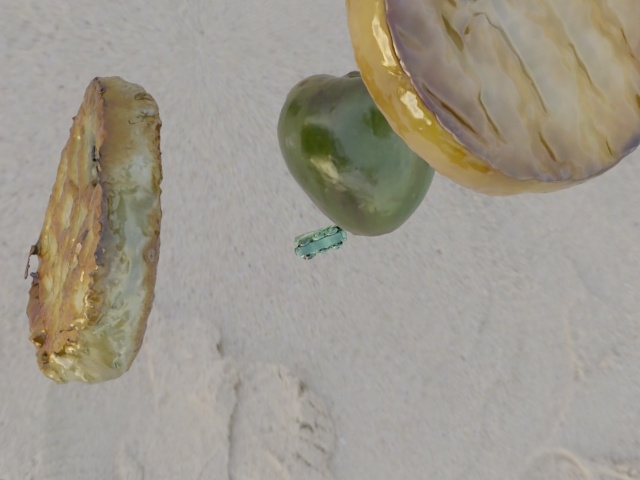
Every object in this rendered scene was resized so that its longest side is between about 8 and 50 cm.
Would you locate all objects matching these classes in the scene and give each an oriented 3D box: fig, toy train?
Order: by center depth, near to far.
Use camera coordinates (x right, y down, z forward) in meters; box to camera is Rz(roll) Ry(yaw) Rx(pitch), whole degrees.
[{"bbox_3d":[0.046,-0.099,1.233,0.181,0.181,0.191,-12,100,-4],"label":"fig"},{"bbox_3d":[0.000,0.000,1.648,0.083,0.053,0.033,-22,106,6],"label":"toy train"}]

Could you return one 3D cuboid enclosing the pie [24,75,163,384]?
[{"bbox_3d":[-0.216,-0.012,1.067,0.092,0.315,0.315,9,99,-23],"label":"pie"}]

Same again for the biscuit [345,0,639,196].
[{"bbox_3d":[0.148,-0.178,0.871,0.296,0.102,0.297,5,80,-31],"label":"biscuit"}]
